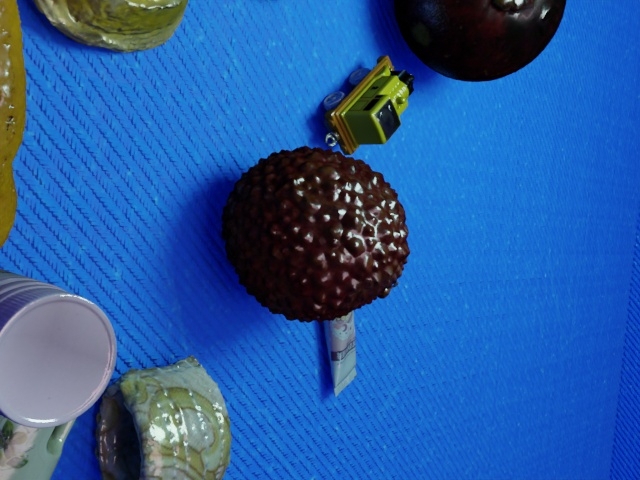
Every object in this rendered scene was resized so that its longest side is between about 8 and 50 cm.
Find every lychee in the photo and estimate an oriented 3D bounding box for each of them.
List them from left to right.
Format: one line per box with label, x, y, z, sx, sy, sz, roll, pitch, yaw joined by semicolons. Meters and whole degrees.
lychee;0.000;0.000;1.040;0.300;0.264;0.264;40;65;-21

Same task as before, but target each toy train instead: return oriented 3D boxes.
toy train;0.089;-0.228;1.204;0.219;0.127;0.089;-50;129;-29

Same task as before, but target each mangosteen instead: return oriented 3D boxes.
mangosteen;0.274;-0.441;1.299;0.306;0.359;0.306;-2;99;-12

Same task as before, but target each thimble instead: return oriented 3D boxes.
thimble;-0.209;0.255;0.953;0.143;0.137;0.190;1;84;-47

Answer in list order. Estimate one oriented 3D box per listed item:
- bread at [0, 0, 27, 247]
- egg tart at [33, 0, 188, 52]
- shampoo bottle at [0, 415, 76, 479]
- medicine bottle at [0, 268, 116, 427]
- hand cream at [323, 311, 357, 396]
bread;-0.422;-0.093;0.602;0.328;0.148;0.337;-11;125;-46
egg tart;-0.240;-0.337;0.859;0.252;0.098;0.231;45;61;-46
shampoo bottle;-0.331;0.187;0.846;0.118;0.087;0.234;40;67;-43
medicine bottle;-0.326;0.097;0.721;0.133;0.250;0.133;-9;102;-45
hand cream;0.026;0.109;1.247;0.085;0.058;0.331;-37;127;-57
